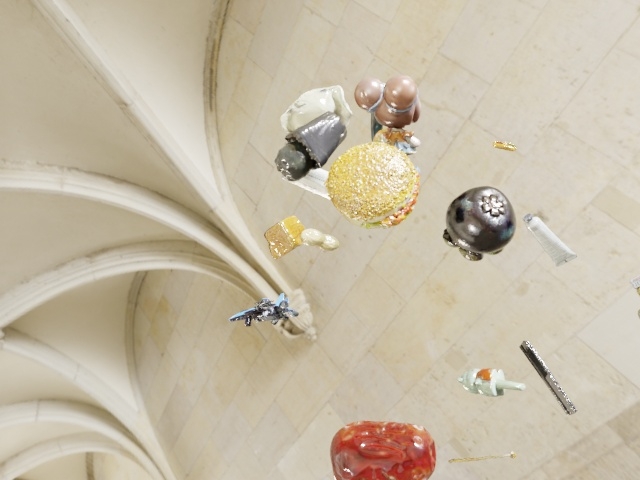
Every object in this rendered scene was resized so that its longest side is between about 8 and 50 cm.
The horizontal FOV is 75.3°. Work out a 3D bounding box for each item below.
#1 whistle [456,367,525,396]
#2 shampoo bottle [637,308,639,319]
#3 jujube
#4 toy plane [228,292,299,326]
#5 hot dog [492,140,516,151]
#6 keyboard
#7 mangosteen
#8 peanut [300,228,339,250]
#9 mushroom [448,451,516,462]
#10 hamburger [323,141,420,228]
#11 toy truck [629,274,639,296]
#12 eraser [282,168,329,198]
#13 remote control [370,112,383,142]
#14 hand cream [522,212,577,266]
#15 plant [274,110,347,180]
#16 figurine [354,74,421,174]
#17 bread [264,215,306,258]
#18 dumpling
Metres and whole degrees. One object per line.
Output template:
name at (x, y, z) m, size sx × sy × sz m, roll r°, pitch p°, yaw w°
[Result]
whistle at (0.600, 0.508, 1.486) m, size 0.102 × 0.105 × 0.253 m, roll -22°, pitch 5°, yaw -37°
shampoo bottle at (0.746, 0.120, 0.774) m, size 0.234 × 0.118 × 0.087 m, roll -33°, pitch -33°, yaw 9°
jujube at (0.133, 0.471, 0.905) m, size 0.230 × 0.155 × 0.155 m, roll -13°, pitch -18°, yaw 19°
toy plane at (-0.208, 0.255, 1.430) m, size 0.246 × 0.078 × 0.169 m, roll -20°, pitch -38°, yaw 9°
hot dog at (0.644, -0.332, 1.450) m, size 0.021 × 0.083 × 0.037 m, roll 90°, pitch -162°, yaw -46°
keyboard at (0.685, 0.409, 1.251) m, size 0.023 × 0.231 × 0.072 m, roll -25°, pitch -32°, yaw -1°
mangosteen at (0.514, -0.049, 1.352) m, size 0.243 × 0.243 × 0.243 m, roll -34°, pitch -27°, yaw -20°
peanut at (0.000, 0.000, 1.801) m, size 0.187 × 0.082 × 0.082 m, roll 22°, pitch -64°, yaw -30°
mushroom at (0.600, 0.819, 1.563) m, size 0.286 × 0.028 × 0.026 m, roll -31°, pitch 18°, yaw 37°
hamburger at (0.164, -0.174, 1.294) m, size 0.276 × 0.294 × 0.179 m, roll -59°, pitch -17°, yaw -14°
toy truck at (1.022, 0.166, 1.294) m, size 0.063 × 0.123 × 0.052 m, roll 18°, pitch -45°, yaw -35°
eraser at (0.004, -0.295, 2.106) m, size 0.098 × 0.404 × 0.096 m, roll -61°, pitch -12°, yaw -27°
remote control at (0.303, -0.629, 2.205) m, size 0.072 × 0.042 × 0.222 m, roll -14°, pitch -66°, yaw -28°
hand cream at (0.680, -0.004, 1.245) m, size 0.067 × 0.194 × 0.042 m, roll -40°, pitch 10°, yaw 31°
plant at (-0.036, -0.301, 1.325) m, size 0.256 × 0.142 × 0.164 m, roll -45°, pitch 18°, yaw -11°
figurine at (0.291, -0.459, 1.688) m, size 0.248 × 0.277 × 0.388 m, roll -17°, pitch -66°, yaw -41°
bread at (-0.159, -0.018, 1.904) m, size 0.158 × 0.143 × 0.149 m, roll -27°, pitch 2°, yaw 38°
dumpling at (-0.013, -0.566, 1.911) m, size 0.318 × 0.187 × 0.243 m, roll -28°, pitch -66°, yaw 13°
